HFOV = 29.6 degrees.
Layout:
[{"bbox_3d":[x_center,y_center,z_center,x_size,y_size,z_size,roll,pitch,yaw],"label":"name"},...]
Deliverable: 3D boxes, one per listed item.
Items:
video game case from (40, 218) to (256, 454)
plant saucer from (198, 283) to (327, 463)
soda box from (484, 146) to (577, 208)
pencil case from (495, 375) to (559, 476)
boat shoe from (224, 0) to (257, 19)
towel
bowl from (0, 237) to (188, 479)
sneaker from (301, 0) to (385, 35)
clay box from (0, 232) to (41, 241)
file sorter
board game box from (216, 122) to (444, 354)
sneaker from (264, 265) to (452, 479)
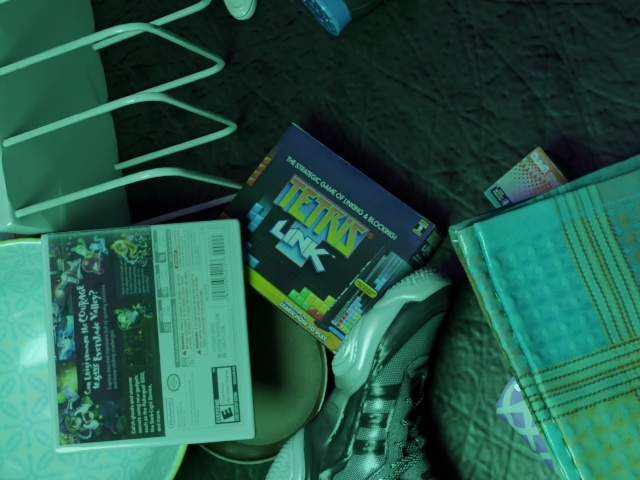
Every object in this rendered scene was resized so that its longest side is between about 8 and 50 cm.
[{"bbox_3d":[-0.148,0.082,1.043,0.173,0.022,0.190,-5,84,-2],"label":"video game case"},{"bbox_3d":[-0.064,0.120,1.121,0.168,0.029,0.168,-1,87,26],"label":"plant saucer"},{"bbox_3d":[0.215,0.014,0.976,0.063,0.058,0.183,-41,70,18],"label":"soda box"},{"bbox_3d":[0.233,0.169,0.945,0.088,0.086,0.206,-39,70,-18],"label":"pencil case"},{"bbox_3d":[-0.085,-0.259,1.152,0.035,0.035,0.100,-11,82,25],"label":"boat shoe"},{"bbox_3d":[0.289,0.105,0.881,0.271,0.040,0.370,-21,76,-6],"label":"towel"},{"bbox_3d":[-0.254,0.149,1.122,0.289,0.156,0.289,0,83,0],"label":"bowl"},{"bbox_3d":[-0.012,-0.287,1.103,0.090,0.081,0.232,-35,66,-2],"label":"sneaker"},{"bbox_3d":[-0.313,-0.103,1.243,0.127,0.053,0.222,-28,74,22],"label":"clay box"},{"bbox_3d":[-0.193,-0.157,1.113,0.173,0.193,0.278,-16,80,22],"label":"file sorter"},{"bbox_3d":[0.000,0.000,1.071,0.170,0.048,0.141,37,90,23],"label":"board game box"},{"bbox_3d":[0.071,0.162,1.018,0.153,0.101,0.268,36,105,20],"label":"sneaker"}]
